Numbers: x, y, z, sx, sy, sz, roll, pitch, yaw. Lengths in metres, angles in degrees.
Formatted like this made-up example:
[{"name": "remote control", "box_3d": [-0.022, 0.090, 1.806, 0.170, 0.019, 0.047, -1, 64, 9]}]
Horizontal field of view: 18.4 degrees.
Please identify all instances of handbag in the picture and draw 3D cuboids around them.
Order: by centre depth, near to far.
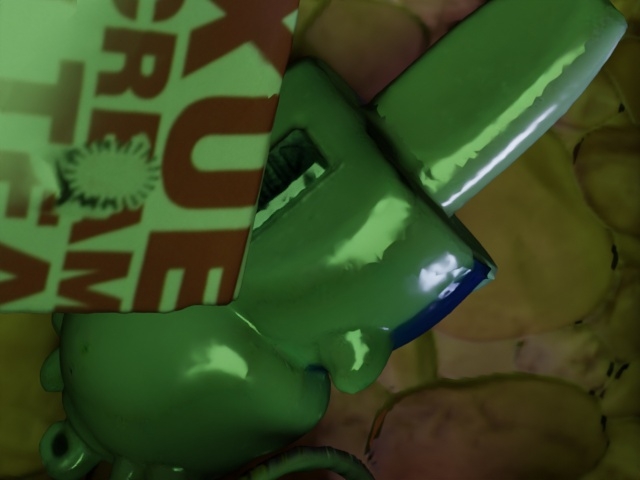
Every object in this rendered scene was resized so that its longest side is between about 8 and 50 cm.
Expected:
[{"name": "handbag", "box_3d": [-0.144, -0.090, 0.514, 0.298, 0.151, 0.171, 13, 111, 14]}]

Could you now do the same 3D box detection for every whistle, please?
[{"name": "whistle", "box_3d": [0.000, 0.000, 0.653, 0.244, 0.110, 0.092, -41, 143, 7]}]

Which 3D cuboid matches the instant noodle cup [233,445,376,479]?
[{"name": "instant noodle cup", "box_3d": [0.063, 0.260, 0.584, 0.266, 0.340, 0.340, 17, 111, 22]}]
